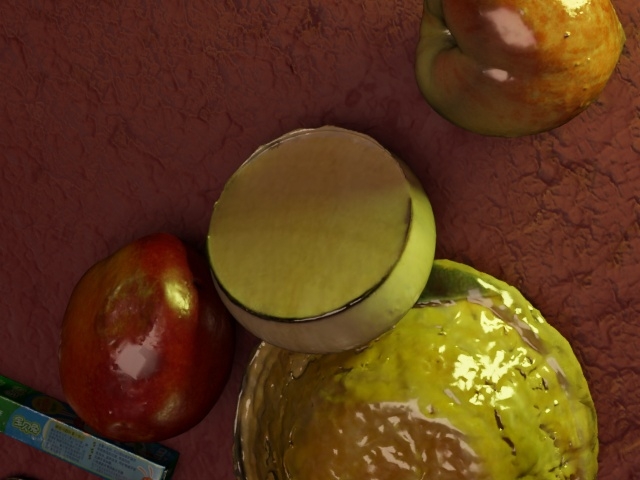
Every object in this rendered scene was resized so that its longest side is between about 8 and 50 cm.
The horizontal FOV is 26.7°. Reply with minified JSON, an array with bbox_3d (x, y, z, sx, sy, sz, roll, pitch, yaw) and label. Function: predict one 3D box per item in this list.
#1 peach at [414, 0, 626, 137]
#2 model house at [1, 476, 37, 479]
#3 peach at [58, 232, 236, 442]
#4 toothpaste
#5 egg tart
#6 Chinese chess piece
[{"bbox_3d":[0.218,-0.215,1.437,0.232,0.232,0.232,2,100,11],"label":"peach"},{"bbox_3d":[-0.473,0.432,1.701,0.294,0.154,0.207,-12,99,14],"label":"model house"},{"bbox_3d":[-0.195,0.116,1.544,0.199,0.243,0.243,13,104,-18],"label":"peach"},{"bbox_3d":[-0.309,0.244,1.679,0.266,0.065,0.050,22,104,7],"label":"toothpaste"},{"bbox_3d":[0.096,0.243,1.538,0.443,0.178,0.443,3,102,12],"label":"egg tart"},{"bbox_3d":[0.000,0.000,1.494,0.257,0.104,0.257,-9,62,17],"label":"Chinese chess piece"}]
